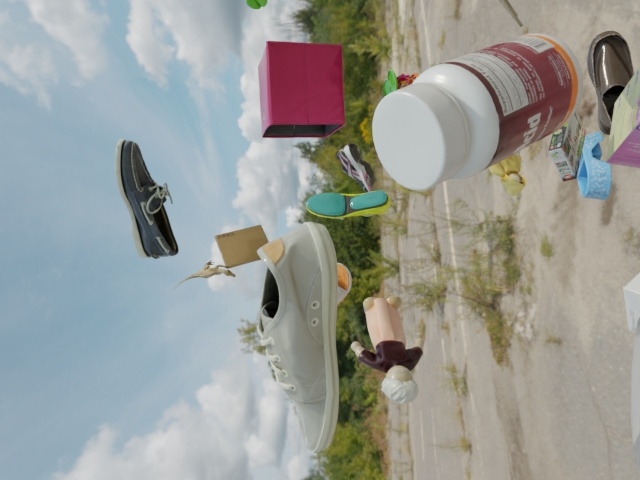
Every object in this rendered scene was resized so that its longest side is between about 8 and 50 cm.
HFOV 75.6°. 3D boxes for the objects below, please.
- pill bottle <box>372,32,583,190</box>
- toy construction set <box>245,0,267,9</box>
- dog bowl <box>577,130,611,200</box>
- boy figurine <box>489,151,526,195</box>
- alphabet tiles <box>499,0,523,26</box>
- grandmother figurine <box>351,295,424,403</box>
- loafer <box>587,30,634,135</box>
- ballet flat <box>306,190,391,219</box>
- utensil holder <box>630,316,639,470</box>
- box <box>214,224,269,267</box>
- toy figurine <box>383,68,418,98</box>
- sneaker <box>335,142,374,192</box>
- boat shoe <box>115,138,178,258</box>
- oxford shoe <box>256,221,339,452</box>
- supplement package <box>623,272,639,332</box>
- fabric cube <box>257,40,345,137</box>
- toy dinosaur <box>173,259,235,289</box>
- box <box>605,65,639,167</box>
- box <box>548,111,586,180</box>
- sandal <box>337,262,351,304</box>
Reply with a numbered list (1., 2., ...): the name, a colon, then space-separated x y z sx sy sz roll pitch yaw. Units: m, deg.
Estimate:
1. pill bottle: 0.313 -0.258 0.832 0.224 0.392 0.224 46 151 34
2. toy construction set: -0.027 -0.386 0.457 0.215 0.328 0.151 11 -99 -53
3. dog bowl: 1.052 -0.289 1.606 0.166 0.074 0.297 61 -147 -53
4. boy figurine: 0.717 -0.314 1.611 0.092 0.177 0.285 138 129 -62
5. alphabet tiles: 0.412 -0.689 1.053 0.285 0.011 0.342 35 -142 -26
6. grandmother figurine: 0.191 0.297 1.146 0.342 0.208 0.104 -98 -2 -56
7. loafer: 1.049 -0.560 1.460 0.130 0.134 0.365 -29 -76 -65
8. ballet flat: 0.079 -0.090 1.134 0.077 0.231 0.077 58 -148 -62
9. utensil holder: 0.790 0.304 0.713 0.328 0.385 0.327 -6 -83 -58
10. box: -0.310 0.023 1.683 0.164 0.201 0.021 62 154 29
11. toy figurine: 0.294 -0.477 1.295 0.173 0.159 0.130 79 173 -60
12. sneaker: 0.113 -0.234 1.350 0.178 0.077 0.072 58 -136 -23
13. boat shoe: -0.337 -0.074 0.811 0.095 0.079 0.254 -95 3 -63
14. oxford shoe: -0.044 0.186 0.737 0.169 0.130 0.449 -137 41 -62
15. supplement package: 0.995 0.189 1.068 0.177 0.175 0.293 62 166 -26
16. fabric cube: -0.074 -0.504 1.423 0.254 0.259 0.258 -161 68 -75
17. toy dinosaur: -0.337 0.094 1.214 0.092 0.183 0.053 -79 -22 -80
18. box: 0.894 -0.349 1.112 0.243 0.117 0.213 53 -127 -66
19. box: 0.695 -0.277 1.159 0.114 0.036 0.207 48 -124 -25
20. sandal: 0.001 0.189 1.289 0.265 0.102 0.076 -55 -18 -1
